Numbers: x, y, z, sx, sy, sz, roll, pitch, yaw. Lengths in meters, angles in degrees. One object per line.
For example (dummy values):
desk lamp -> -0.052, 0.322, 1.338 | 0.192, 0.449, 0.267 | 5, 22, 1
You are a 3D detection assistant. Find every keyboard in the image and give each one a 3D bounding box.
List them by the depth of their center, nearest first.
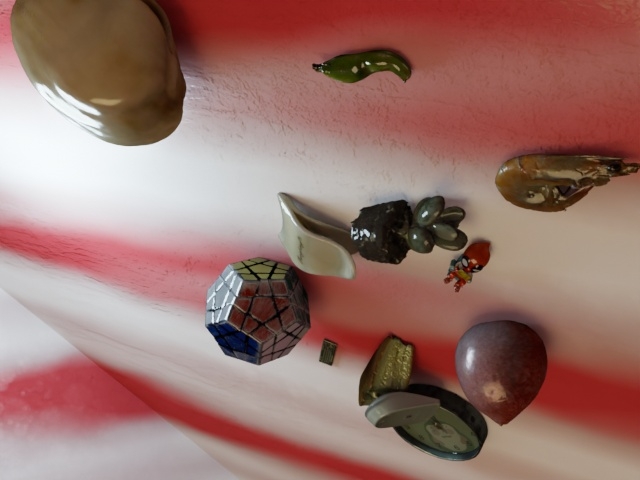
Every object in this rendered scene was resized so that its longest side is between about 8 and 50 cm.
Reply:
keyboard -> 0.023, 0.365, 2.208 | 0.049, 0.015, 0.129 | 24, 140, 11

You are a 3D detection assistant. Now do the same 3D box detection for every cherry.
cherry -> 0.444, 0.320, 1.705 | 0.239, 0.239, 0.206 | -5, 130, 37

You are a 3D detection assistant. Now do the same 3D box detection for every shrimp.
shrimp -> 0.491, -0.112, 1.363 | 0.287, 0.063, 0.152 | 1, 133, 38

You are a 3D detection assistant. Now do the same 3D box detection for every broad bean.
broad bean -> 0.083, -0.358, 1.402 | 0.213, 0.048, 0.070 | 8, 134, 23

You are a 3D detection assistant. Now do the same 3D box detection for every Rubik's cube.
Rubik's cube -> -0.182, 0.204, 1.986 | 0.319, 0.264, 0.319 | 19, 139, 18

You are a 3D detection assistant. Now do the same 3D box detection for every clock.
clock -> 0.367, 0.581, 2.157 | 0.319, 0.066, 0.319 | 19, 139, 18

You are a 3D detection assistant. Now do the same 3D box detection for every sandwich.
sandwich -> 0.199, 0.400, 2.037 | 0.122, 0.128, 0.236 | 10, 137, -5

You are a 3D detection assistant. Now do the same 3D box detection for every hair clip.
hair clip -> -0.014, 0.009, 1.793 | 0.282, 0.113, 0.172 | 21, 139, 16

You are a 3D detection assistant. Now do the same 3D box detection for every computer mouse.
computer mouse -> 0.239, 0.490, 1.996 | 0.230, 0.079, 0.128 | 2, 141, -23

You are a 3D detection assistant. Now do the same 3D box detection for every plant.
plant -> 0.211, -0.025, 1.585 | 0.274, 0.149, 0.146 | -8, 141, 43

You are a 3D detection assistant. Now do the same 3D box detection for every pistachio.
pistachio -> -0.495, -0.414, 1.557 | 0.445, 0.281, 0.365 | 43, 117, -11

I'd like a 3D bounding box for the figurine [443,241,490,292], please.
figurine -> 0.357, 0.056, 1.622 | 0.068, 0.075, 0.140 | 37, 130, -2
